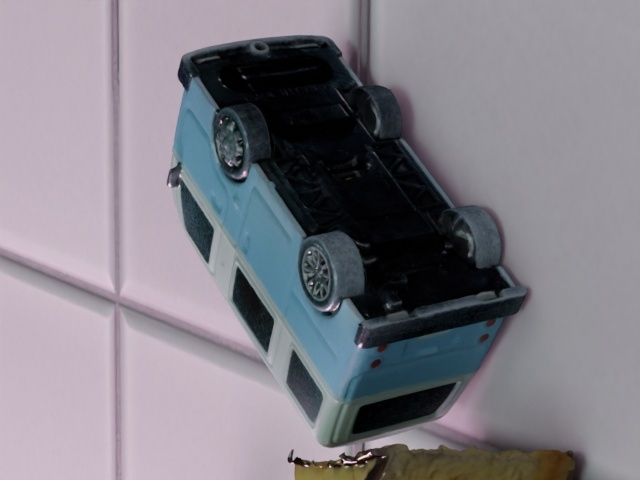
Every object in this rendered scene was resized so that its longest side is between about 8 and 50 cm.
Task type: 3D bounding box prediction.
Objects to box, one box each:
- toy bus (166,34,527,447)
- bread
[{"bbox_3d":[0.000,0.000,1.269,0.271,0.133,0.164,56,143,35],"label":"toy bus"},{"bbox_3d":[0.070,0.160,1.177,0.152,0.147,0.127,-56,36,37],"label":"bread"}]
